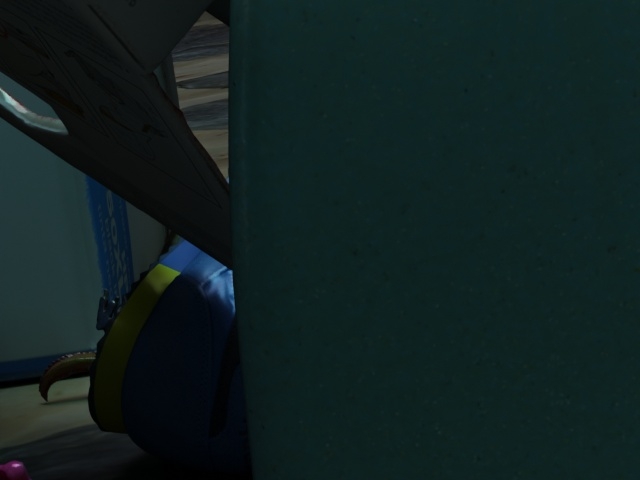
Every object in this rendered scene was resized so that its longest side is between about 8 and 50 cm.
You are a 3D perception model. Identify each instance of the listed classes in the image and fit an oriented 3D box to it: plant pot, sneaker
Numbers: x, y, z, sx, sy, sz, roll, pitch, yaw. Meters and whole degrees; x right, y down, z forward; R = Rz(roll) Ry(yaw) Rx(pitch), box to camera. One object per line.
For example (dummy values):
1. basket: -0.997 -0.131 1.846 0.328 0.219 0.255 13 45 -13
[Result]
1. plant pot: 0.059 -0.020 0.439 0.166 0.234 0.165 -8 11 2
2. sneaker: 0.000 0.000 0.676 0.082 0.069 0.209 14 51 22

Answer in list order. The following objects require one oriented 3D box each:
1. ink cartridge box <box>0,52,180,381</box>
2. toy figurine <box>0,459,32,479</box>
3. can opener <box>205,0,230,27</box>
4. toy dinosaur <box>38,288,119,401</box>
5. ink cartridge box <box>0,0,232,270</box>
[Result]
1. ink cartridge box: -0.230 -0.044 0.964 0.286 0.166 0.395 -8 12 3
2. toy figurine: -0.097 0.096 0.353 0.159 0.130 0.173 -7 29 -43
3. can opener: -0.028 -0.118 1.130 0.095 0.076 0.283 -41 -39 17
4. toy dinosaur: -0.055 0.038 0.751 0.090 0.047 0.082 -13 -13 43
5. ink cartridge box: -0.130 -0.124 0.582 0.296 0.261 0.066 32 77 38
